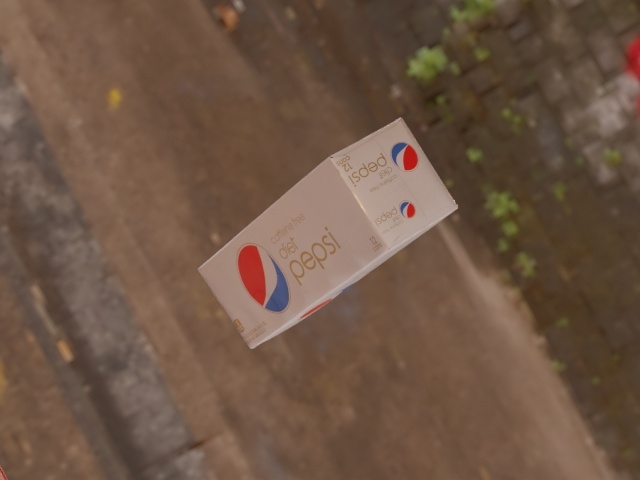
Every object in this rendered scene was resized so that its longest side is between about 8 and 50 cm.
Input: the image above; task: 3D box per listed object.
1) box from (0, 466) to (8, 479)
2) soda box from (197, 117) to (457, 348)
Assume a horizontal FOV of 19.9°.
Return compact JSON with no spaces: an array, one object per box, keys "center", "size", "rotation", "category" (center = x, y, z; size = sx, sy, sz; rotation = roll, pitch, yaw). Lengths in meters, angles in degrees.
[{"center":[-0.212,0.268,1.002],"size":[0.154,0.142,0.300],"rotation":[-35,102,-42],"category":"box"},{"center":[0.000,0.000,1.246],"size":[0.069,0.216,0.074],"rotation":[-30,86,-34],"category":"soda box"}]
